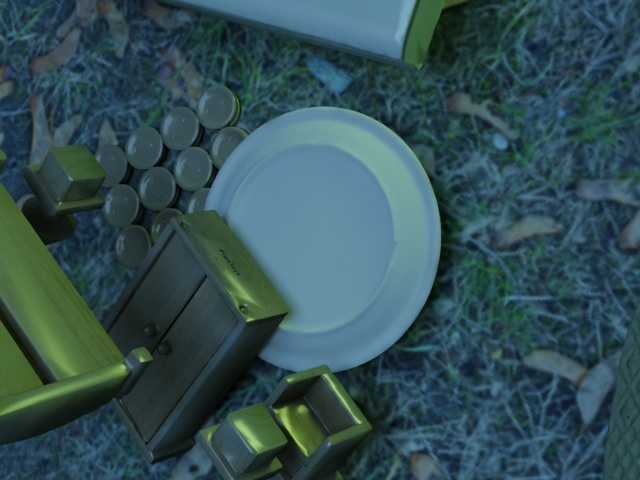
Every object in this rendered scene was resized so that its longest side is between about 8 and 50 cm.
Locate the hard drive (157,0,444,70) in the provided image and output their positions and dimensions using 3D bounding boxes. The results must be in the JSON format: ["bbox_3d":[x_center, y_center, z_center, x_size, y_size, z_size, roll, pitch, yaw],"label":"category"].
[{"bbox_3d":[-0.055,-0.277,0.948,0.353,0.047,0.233,19,92,24],"label":"hard drive"}]

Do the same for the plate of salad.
[{"bbox_3d":[0.000,0.000,0.990,0.200,0.048,0.200,-2,85,26],"label":"plate of salad"}]

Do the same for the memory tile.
[{"bbox_3d":[-0.116,-0.049,1.073,0.148,0.012,0.113,-25,74,20],"label":"memory tile"}]

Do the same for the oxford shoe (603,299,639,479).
[{"bbox_3d":[0.262,0.164,0.812,0.130,0.169,0.449,14,80,-17],"label":"oxford shoe"}]

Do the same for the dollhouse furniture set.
[{"bbox_3d":[-0.198,0.108,0.885,0.303,0.355,0.174,52,127,21],"label":"dollhouse furniture set"}]
